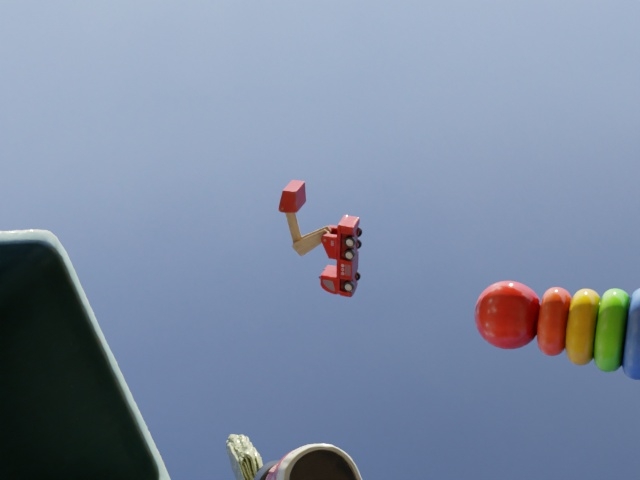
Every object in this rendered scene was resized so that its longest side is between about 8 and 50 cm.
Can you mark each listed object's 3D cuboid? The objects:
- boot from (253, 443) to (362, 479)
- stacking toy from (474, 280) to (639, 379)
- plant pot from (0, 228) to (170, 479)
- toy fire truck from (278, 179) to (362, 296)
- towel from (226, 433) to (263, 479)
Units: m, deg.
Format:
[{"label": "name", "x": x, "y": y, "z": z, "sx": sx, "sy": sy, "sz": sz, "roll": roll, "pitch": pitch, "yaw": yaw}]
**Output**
[{"label": "boot", "x": 0.003, "y": 0.298, "z": 0.757, "sx": 0.176, "sy": 0.088, "sz": 0.244, "roll": 130, "pitch": -52, "yaw": -64}, {"label": "stacking toy", "x": 0.357, "y": 0.109, "z": 1.143, "sx": 0.330, "sy": 0.141, "sz": 0.141, "roll": 8, "pitch": -106, "yaw": 19}, {"label": "plant pot", "x": -0.318, "y": 0.161, "z": 0.691, "sx": 0.252, "sy": 0.247, "sz": 0.247, "roll": -32, "pitch": -102, "yaw": 24}, {"label": "toy fire truck", "x": 0.000, "y": 0.000, "z": 1.545, "sx": 0.135, "sy": 0.192, "sz": 0.047, "roll": 10, "pitch": -150, "yaw": 16}, {"label": "towel", "x": -0.066, "y": 0.257, "z": 0.936, "sx": 0.027, "sy": 0.148, "sz": 0.110, "roll": -16, "pitch": -91, "yaw": -13}]
